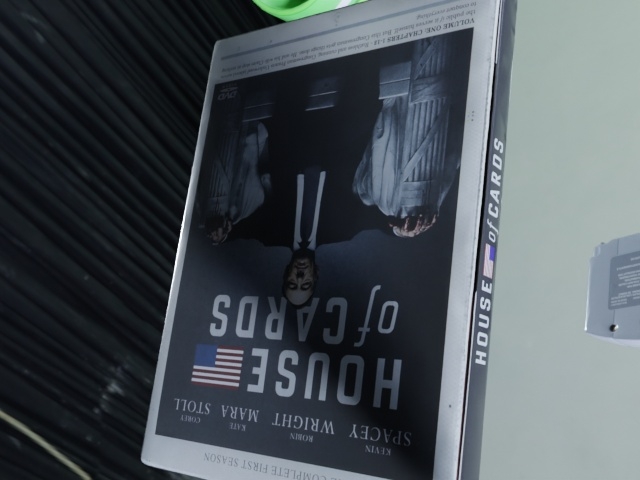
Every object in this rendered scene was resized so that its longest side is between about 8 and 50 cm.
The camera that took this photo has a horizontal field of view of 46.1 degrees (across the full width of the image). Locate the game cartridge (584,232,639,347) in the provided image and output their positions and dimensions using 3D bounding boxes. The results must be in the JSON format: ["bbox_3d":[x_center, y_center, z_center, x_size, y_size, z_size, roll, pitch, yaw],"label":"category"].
[{"bbox_3d":[0.158,0.020,0.339,0.083,0.017,0.056,-22,47,56],"label":"game cartridge"}]

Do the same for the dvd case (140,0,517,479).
[{"bbox_3d":[0.000,0.000,0.364,0.179,0.029,0.239,-2,74,37],"label":"dvd case"}]

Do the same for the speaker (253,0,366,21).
[{"bbox_3d":[0.058,-0.267,0.713,0.131,0.131,0.296,2,14,38],"label":"speaker"}]
